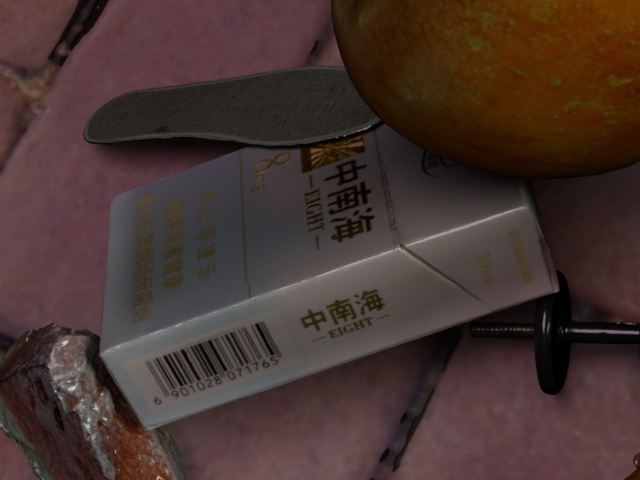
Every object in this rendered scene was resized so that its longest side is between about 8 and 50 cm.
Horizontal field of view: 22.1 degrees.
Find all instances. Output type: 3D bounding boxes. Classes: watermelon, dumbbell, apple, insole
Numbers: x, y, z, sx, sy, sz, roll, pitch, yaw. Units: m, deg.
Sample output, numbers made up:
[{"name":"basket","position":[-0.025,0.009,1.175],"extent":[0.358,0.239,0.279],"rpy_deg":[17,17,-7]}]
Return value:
[{"name":"watermelon","position":[-0.123,0.102,0.922],"extent":[0.071,0.139,0.187],"rpy_deg":[-33,58,-24]},{"name":"dumbbell","position":[0.153,0.050,0.879],"extent":[0.147,0.069,0.069],"rpy_deg":[1,70,19]},{"name":"apple","position":[0.120,-0.139,0.801],"extent":[0.207,0.237,0.237],"rpy_deg":[11,69,-16]},{"name":"insole","position":[-0.051,-0.081,0.994],"extent":[0.232,0.003,0.080],"rpy_deg":[1,42,34]}]

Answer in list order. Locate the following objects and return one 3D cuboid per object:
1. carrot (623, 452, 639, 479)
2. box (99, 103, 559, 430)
[{"name":"carrot","position":[0.327,0.099,0.722],"extent":[0.340,0.224,0.224],"rpy_deg":[-35,63,7]},{"name":"box","position":[0.000,0.000,0.916],"extent":[0.243,0.067,0.155],"rpy_deg":[-20,36,9]}]
